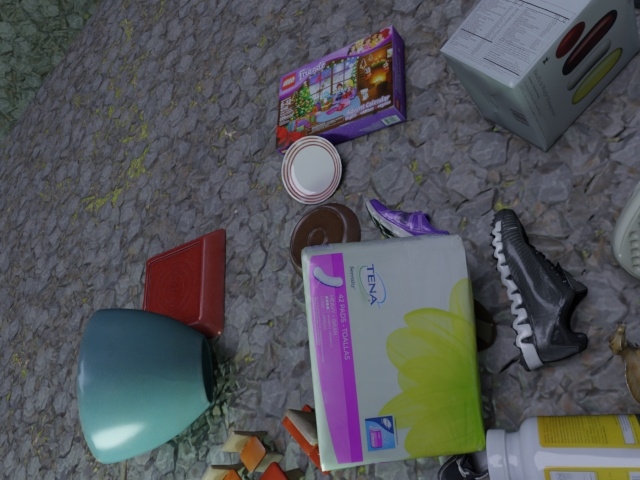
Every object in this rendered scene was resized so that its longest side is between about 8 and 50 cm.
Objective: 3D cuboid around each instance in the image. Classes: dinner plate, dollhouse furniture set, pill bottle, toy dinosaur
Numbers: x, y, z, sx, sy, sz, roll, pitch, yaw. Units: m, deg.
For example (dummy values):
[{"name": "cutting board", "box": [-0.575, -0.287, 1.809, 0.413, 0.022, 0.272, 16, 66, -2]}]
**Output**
[{"name": "dinner plate", "box": [-0.018, -0.146, 1.041, 0.141, 0.017, 0.141, 3, 96, 28]}, {"name": "dollhouse furniture set", "box": [-0.063, 0.394, 0.793, 0.262, 0.135, 0.259, 36, 95, 41]}, {"name": "pill bottle", "box": [0.296, 0.258, 0.584, 0.184, 0.103, 0.103, -10, 65, 24]}, {"name": "toy dinosaur", "box": [0.385, 0.160, 0.592, 0.092, 0.183, 0.053, -45, 11, -38]}]

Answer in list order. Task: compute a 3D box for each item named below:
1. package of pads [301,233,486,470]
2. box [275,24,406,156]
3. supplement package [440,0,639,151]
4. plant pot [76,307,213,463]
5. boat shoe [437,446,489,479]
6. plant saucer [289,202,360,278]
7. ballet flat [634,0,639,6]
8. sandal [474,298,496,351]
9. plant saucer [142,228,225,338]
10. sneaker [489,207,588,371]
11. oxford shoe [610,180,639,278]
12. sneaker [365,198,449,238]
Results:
[{"name": "package of pads", "box": [0.099, 0.144, 0.687, 0.230, 0.101, 0.296, -6, 87, -3]}, {"name": "box", "box": [0.037, -0.306, 1.064, 0.294, 0.057, 0.200, -13, 63, 33]}, {"name": "supplement package", "box": [0.329, -0.283, 0.743, 0.203, 0.194, 0.149, -50, 51, 10]}, {"name": "plant pot", "box": [-0.319, 0.267, 0.983, 0.196, 0.290, 0.290, -7, 61, -6]}, {"name": "boat shoe", "box": [0.211, 0.306, 0.687, 0.125, 0.038, 0.046, -33, 54, 22]}, {"name": "plant saucer", "box": [0.000, 0.000, 0.983, 0.169, 0.029, 0.168, -14, 64, 31]}, {"name": "ballet flat", "box": [0.531, -0.370, 0.709, 0.203, 0.074, 0.074, 34, 93, 41]}, {"name": "sandal", "box": [0.161, 0.118, 0.785, 0.220, 0.060, 0.089, 3, 91, 23]}, {"name": "plant saucer", "box": [-0.333, 0.116, 1.175, 0.259, 0.048, 0.258, -20, 60, 30]}, {"name": "sneaker", "box": [0.308, 0.057, 0.698, 0.106, 0.078, 0.234, -18, 65, 28]}, {"name": "oxford shoe", "box": [0.517, -0.140, 0.596, 0.449, 0.169, 0.130, -58, 7, 13]}, {"name": "sneaker", "box": [0.150, -0.027, 0.871, 0.170, 0.068, 0.071, 36, 80, 32]}]
